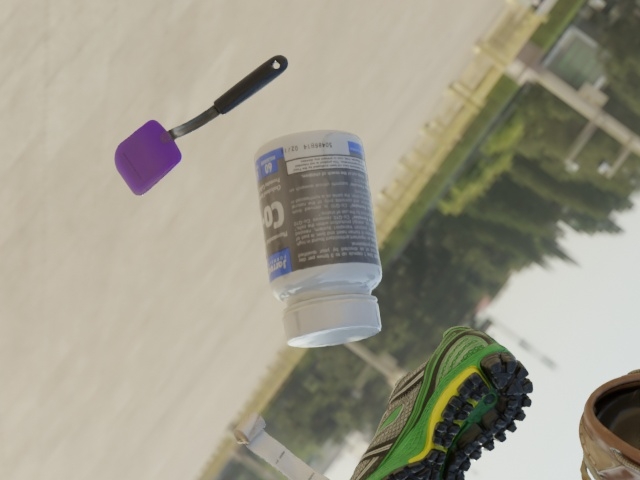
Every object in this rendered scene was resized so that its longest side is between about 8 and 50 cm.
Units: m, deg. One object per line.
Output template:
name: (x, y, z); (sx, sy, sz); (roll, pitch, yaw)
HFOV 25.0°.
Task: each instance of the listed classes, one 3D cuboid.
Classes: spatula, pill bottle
spatula: (-0.170, -0.181, 2.104); (0.296, 0.084, 0.030); (-36, 168, -6)
pill bottle: (0.000, 0.000, 0.987); (0.078, 0.078, 0.137); (119, -36, -72)

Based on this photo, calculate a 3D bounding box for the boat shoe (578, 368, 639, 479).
boat shoe: (0.341, 0.152, 1.034); (0.116, 0.325, 0.123); (52, 42, -56)

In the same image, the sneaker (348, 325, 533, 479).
sneaker: (0.124, 0.259, 1.804); (0.343, 0.134, 0.146); (-51, -151, 10)

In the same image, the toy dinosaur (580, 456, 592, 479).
toy dinosaur: (0.306, 0.286, 1.608); (0.183, 0.053, 0.092); (155, -51, -69)

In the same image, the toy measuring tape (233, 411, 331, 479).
toy measuring tape: (0.055, 0.287, 1.602); (0.121, 0.330, 0.121); (-50, 177, -4)
